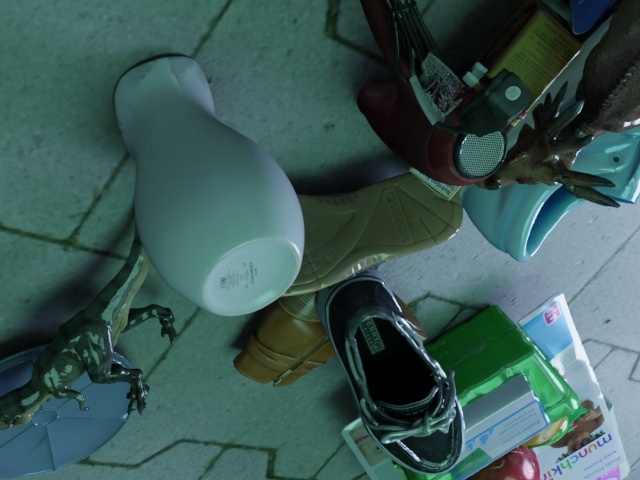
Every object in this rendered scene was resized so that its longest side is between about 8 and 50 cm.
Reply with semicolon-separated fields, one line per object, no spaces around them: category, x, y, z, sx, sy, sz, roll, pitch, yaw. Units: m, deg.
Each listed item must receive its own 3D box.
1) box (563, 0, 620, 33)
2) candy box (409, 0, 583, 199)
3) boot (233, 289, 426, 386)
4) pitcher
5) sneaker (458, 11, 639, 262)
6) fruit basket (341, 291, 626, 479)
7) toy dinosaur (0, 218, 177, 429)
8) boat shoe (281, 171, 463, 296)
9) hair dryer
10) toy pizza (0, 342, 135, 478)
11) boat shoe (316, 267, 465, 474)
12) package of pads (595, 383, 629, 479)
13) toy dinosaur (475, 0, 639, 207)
box;0.273;-0.303;0.982;0.136;0.036;0.225;-26;139;-7
candy box;0.160;-0.136;1.019;0.053;0.109;0.186;37;111;-10
boot;0.010;0.110;1.211;0.197;0.073;0.152;26;113;-33
pitcher;-0.093;-0.024;0.892;0.125;0.207;0.178;-20;141;-14
sneaker;0.302;-0.116;1.082;0.366;0.150;0.135;-42;155;22
fruit basket;0.230;0.273;1.413;0.327;0.165;0.353;-30;121;-3
toy dinosaur;-0.198;0.093;1.019;0.118;0.064;0.268;33;96;-36
boat shoe;0.000;0.000;1.067;0.285;0.103;0.092;-16;171;-19
hair dryer;0.084;-0.150;0.893;0.080;0.223;0.293;-25;170;-14
toy pizza;-0.283;0.169;1.102;0.201;0.032;0.201;-18;139;-16
boat shoe;0.093;0.163;1.156;0.113;0.105;0.306;-24;124;-4
package of pads;0.312;0.348;1.633;0.296;0.101;0.229;-31;140;-1
toy dinosaur;0.252;-0.136;0.871;0.200;0.127;0.295;-29;151;-33
